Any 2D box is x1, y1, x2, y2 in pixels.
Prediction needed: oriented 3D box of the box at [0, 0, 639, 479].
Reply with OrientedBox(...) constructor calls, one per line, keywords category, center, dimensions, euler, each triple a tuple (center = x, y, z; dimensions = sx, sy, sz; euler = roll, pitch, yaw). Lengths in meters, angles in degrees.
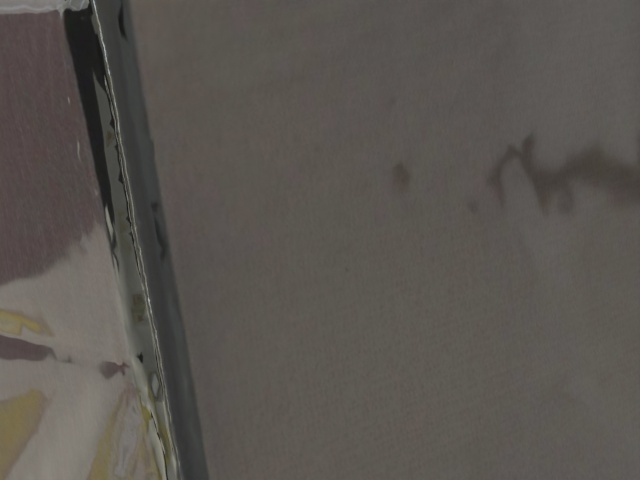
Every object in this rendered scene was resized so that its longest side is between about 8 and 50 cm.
OrientedBox(category="box", center=(0.000, 0.000, 0.513), dimensions=(0.153, 0.188, 0.252), euler=(3, 16, 45))
